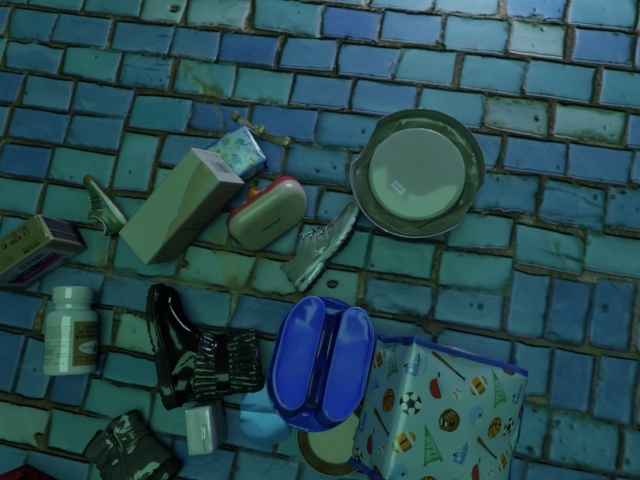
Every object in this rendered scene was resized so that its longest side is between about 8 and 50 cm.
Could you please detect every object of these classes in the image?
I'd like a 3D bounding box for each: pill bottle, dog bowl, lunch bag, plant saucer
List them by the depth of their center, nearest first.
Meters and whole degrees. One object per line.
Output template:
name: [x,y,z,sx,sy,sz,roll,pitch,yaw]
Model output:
lunch bag: [0.297,0.416,1.284,0.386,0.239,0.327,17,80,-18]
plant saucer: [0.039,0.496,1.401,0.199,0.036,0.198,-1,81,6]
dog bowl: [0.253,-0.169,1.455,0.349,0.102,0.348,-1,80,6]
pill bottle: [-0.664,0.240,1.462,0.131,0.131,0.229,-3,81,5]
lunch bag: [-0.240,-0.223,1.515,0.151,0.096,0.128,-31,79,-10]

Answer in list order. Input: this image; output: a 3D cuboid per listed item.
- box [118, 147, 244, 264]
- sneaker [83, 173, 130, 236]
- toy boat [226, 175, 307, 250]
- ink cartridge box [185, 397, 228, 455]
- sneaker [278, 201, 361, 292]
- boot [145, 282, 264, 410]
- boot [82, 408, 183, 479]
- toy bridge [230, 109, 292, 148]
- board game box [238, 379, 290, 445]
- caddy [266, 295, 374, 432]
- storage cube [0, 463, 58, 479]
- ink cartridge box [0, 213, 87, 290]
box: [-0.364,-0.086,1.439,0.311,0.148,0.121,-46,80,16]
sneaker: [-0.628,-0.094,1.545,0.086,0.064,0.192,-41,83,-7]
toy boat: [-0.153,-0.091,1.479,0.231,0.151,0.151,-34,50,-1]
ink cartridge box: [-0.285,0.464,1.377,0.063,0.150,0.109,-8,82,4]
sneaker: [0.000,0.000,1.450,0.115,0.105,0.281,38,86,11]
boot: [-0.295,0.250,1.424,0.260,0.131,0.347,-15,70,-4]
boot: [-0.540,0.622,1.410,0.223,0.118,0.338,41,76,13]
toy bridge: [-0.161,-0.304,1.536,0.188,0.063,0.026,28,85,8]
board game box: [-0.142,0.446,1.430,0.133,0.033,0.168,3,85,0]
caddy: [-0.001,0.299,1.363,0.241,0.179,0.341,15,70,0]
storage cube: [-0.748,0.706,1.368,0.193,0.183,0.214,22,83,8]
ink cartridge box: [-0.784,0.039,1.474,0.235,0.193,0.088,-34,81,0]
